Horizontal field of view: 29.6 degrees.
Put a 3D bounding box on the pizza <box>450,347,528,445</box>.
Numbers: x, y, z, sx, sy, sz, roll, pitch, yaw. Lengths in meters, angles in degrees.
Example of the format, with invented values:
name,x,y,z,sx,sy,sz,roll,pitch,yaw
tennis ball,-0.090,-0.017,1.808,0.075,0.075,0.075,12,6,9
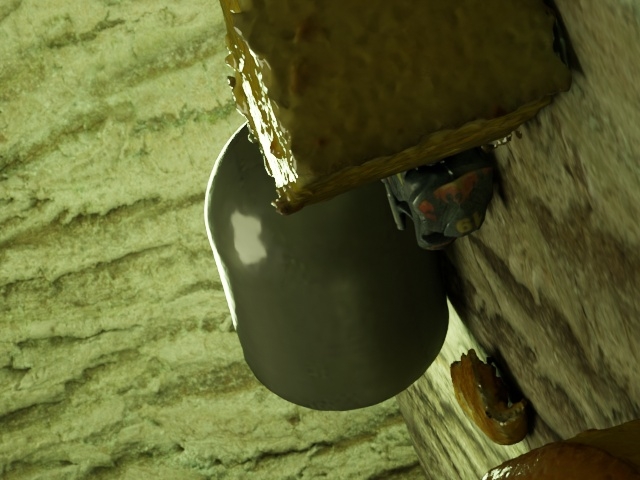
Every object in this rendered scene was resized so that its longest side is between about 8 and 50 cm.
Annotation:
name,x,y,z,sx,sy,sz,roll,pitch,yaw
pizza,0.222,0.209,1.598,0.271,0.056,0.134,84,162,-79

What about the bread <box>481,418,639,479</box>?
name,x,y,z,sx,sy,sz,roll,pitch,yaw
bread,0.225,0.253,0.861,0.268,0.145,0.269,43,141,48

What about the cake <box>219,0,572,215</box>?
name,x,y,z,sx,sy,sz,roll,pitch,yaw
cake,0.040,-0.155,0.978,0.286,0.227,0.223,122,130,-82

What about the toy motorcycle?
name,x,y,z,sx,sy,sz,roll,pitch,yaw
toy motorcycle,0.113,-0.073,1.283,0.173,0.108,0.307,62,177,9

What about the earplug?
name,x,y,z,sx,sy,sz,roll,pitch,yaw
earplug,0.000,0.000,1.653,0.394,0.312,0.313,74,173,-45
